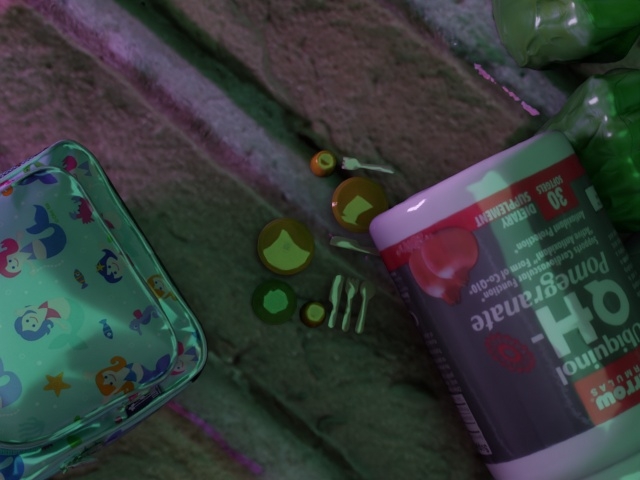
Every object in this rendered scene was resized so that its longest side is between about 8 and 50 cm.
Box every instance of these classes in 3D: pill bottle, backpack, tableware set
[{"bbox_3d":[0.183,0.088,1.140,0.176,0.176,0.318,-27,88,-13],"label":"pill bottle"},{"bbox_3d":[-0.232,0.072,1.070,0.253,0.191,0.225,-31,89,-8],"label":"backpack"},{"bbox_3d":[0.000,0.000,1.201,0.104,0.024,0.154,12,81,-5],"label":"tableware set"}]

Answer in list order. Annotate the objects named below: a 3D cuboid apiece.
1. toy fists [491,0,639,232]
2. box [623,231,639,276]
[{"bbox_3d":[0.229,-0.142,1.202,0.096,0.142,0.279,-13,85,-12],"label":"toy fists"},{"bbox_3d":[0.312,0.016,1.214,0.101,0.102,0.087,-42,89,-12],"label":"box"}]
